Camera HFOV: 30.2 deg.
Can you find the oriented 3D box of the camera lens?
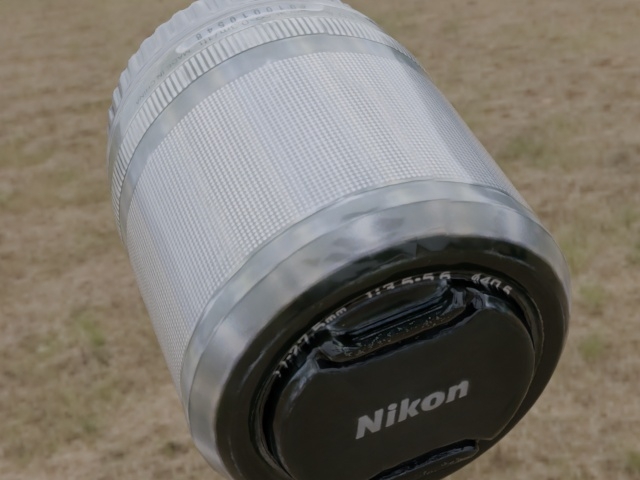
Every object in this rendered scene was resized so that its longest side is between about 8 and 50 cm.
[{"bbox_3d":[0.000,0.000,0.698,0.219,0.219,0.274,-13,44,-16],"label":"camera lens"}]
